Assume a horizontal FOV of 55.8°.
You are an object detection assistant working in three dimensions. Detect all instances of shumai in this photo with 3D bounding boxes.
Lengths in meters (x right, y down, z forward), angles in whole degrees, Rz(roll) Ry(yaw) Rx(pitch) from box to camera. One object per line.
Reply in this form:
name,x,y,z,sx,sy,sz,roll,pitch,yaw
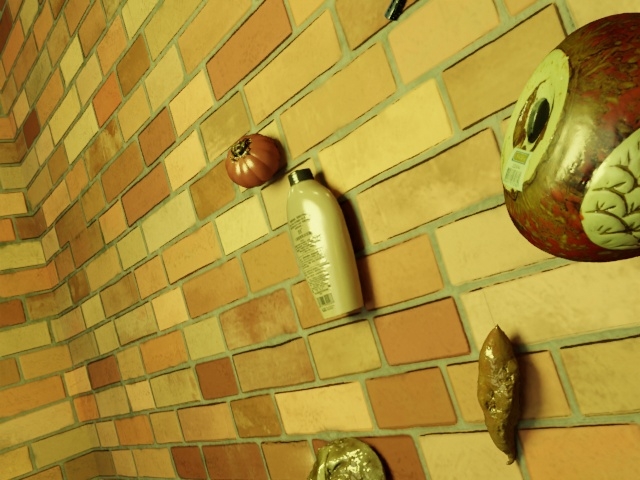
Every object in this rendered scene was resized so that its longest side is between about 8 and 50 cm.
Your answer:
shumai,0.019,0.452,1.059,0.161,0.153,0.209,53,130,16

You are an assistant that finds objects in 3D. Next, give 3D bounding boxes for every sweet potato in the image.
sweet potato,0.244,0.213,0.817,0.068,0.059,0.206,-127,26,-71

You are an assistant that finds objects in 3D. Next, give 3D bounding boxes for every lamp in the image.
lamp,-0.126,-0.148,1.121,0.107,0.092,0.108,-18,55,27

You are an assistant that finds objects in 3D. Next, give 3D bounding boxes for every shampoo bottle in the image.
shampoo bottle,0.000,0.000,1.023,0.127,0.078,0.257,-26,81,54

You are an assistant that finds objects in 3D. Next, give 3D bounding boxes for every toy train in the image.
toy train,0.117,-0.354,0.858,0.017,0.017,0.083,57,135,33

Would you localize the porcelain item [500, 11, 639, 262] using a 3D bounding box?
porcelain item,0.309,-0.085,0.592,0.253,0.252,0.253,14,109,46
